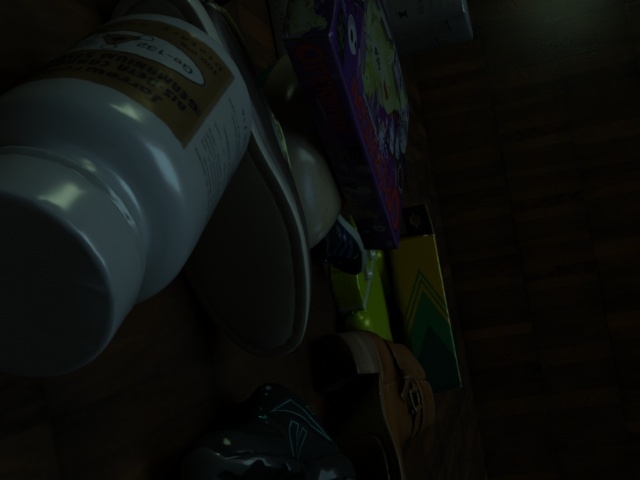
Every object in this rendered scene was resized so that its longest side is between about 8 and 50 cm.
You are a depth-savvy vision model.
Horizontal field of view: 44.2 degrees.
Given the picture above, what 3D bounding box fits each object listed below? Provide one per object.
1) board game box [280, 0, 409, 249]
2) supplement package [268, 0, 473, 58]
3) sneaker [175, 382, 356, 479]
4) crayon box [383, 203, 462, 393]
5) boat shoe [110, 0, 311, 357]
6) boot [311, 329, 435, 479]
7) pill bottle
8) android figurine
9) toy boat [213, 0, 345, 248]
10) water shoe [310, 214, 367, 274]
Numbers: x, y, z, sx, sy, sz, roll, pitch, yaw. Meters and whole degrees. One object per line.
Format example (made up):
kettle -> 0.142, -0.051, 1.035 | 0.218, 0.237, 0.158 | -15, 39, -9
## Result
board game box -> 0.041, -0.162, 0.804 | 0.347, 0.056, 0.208 | 64, 33, -58
supplement package -> 0.071, -0.375, 1.149 | 0.198, 0.262, 0.199 | -16, 95, -75
sneaker -> -0.056, 0.181, 0.678 | 0.106, 0.101, 0.267 | 62, 8, 24
crayon box -> 0.162, 0.099, 1.411 | 0.202, 0.081, 0.319 | 173, -93, -84
boat shoe -> -0.077, -0.059, 0.679 | 0.097, 0.116, 0.325 | -55, 127, -66
boot -> 0.088, 0.257, 1.047 | 0.220, 0.109, 0.284 | 19, 48, -58
pill bottle -> -0.124, -0.036, 0.443 | 0.229, 0.131, 0.131 | -75, 151, -59
android figurine -> 0.071, 0.094, 1.250 | 0.248, 0.056, 0.273 | -70, 149, -62
toy boat -> -0.052, -0.157, 0.828 | 0.267, 0.148, 0.318 | -65, 150, -58
water shoe -> 0.000, 0.000, 1.051 | 0.203, 0.072, 0.080 | 58, 48, -46
